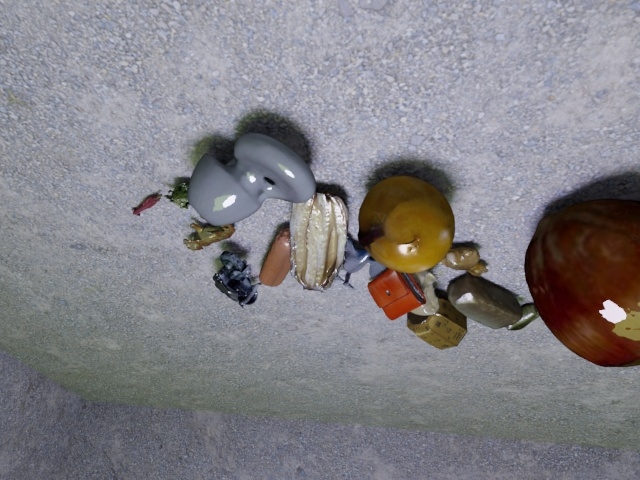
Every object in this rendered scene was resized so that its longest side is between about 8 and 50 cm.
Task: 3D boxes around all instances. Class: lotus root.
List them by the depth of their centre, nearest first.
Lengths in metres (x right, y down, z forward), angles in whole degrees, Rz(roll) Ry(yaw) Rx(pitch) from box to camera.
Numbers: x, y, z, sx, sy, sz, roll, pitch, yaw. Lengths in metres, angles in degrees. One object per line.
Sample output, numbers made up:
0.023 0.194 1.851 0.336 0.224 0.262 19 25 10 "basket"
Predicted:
0.000 0.001 1.297 0.167 0.078 0.329 15 126 9 "lotus root"

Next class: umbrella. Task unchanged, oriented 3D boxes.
-0.496 -0.104 1.368 0.165 0.025 0.027 -21 153 39 "umbrella"

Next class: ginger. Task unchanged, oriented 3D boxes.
0.417 0.056 1.336 0.165 0.067 0.096 14 146 -28 "ginger"

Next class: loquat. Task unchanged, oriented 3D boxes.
0.200 -0.036 1.126 0.235 0.235 0.235 7 144 5 "loquat"

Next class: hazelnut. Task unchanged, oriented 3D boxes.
0.672 0.090 1.093 0.421 0.353 0.421 30 160 12 "hazelnut"

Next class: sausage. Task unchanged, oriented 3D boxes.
-0.121 0.056 1.444 0.086 0.086 0.289 17 143 -10 "sausage"

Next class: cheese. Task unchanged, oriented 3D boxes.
0.266 0.154 1.482 0.249 0.071 0.163 -3 120 57 "cheese"

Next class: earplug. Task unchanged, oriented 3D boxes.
-0.164 -0.136 1.115 0.325 0.175 0.214 -12 141 27 "earplug"

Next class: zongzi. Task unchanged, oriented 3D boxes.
0.684 0.244 1.556 0.154 0.062 0.130 -38 145 28 "zongzi"

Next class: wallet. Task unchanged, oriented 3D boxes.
0.222 0.156 1.425 0.142 0.045 0.204 57 153 9 "wallet"

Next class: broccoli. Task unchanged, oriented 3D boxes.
-0.353 -0.115 1.264 0.097 0.092 0.095 42 123 -12 "broccoli"

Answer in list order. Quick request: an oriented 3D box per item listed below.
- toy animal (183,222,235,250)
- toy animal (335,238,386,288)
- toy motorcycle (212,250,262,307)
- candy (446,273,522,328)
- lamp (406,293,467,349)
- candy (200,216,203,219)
-0.324 -0.024 1.405 0.241 0.057 0.099 -19 160 28 "toy animal"
0.105 0.053 1.398 0.239 0.176 0.255 33 172 -24 "toy animal"
-0.265 0.130 1.539 0.159 0.106 0.270 35 149 2 "toy motorcycle"
0.501 0.189 1.463 0.234 0.102 0.104 24 142 -20 "candy"
0.379 0.262 1.550 0.185 0.161 0.161 35 137 -29 "lamp"
-0.305 -0.073 1.368 0.083 0.025 0.023 0 126 2 "candy"
